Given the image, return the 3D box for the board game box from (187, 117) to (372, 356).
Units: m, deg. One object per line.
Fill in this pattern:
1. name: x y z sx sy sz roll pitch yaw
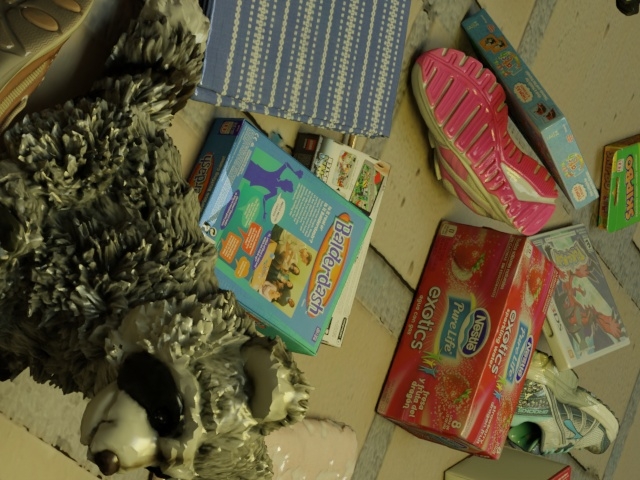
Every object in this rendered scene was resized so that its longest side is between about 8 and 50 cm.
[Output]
1. board game box: -0.053 -0.001 1.721 0.210 0.047 0.160 38 68 -40

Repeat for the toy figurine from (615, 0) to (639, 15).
1. toy figurine: 0.343 -0.399 2.095 0.213 0.209 0.148 -59 155 -27

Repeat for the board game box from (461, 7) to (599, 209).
1. board game box: 0.248 -0.156 2.056 0.039 0.211 0.160 -32 139 2

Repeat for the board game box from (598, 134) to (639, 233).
1. board game box: 0.474 -0.093 2.574 0.259 0.039 0.124 -20 117 -57

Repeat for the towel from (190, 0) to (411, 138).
1. towel: -0.017 -0.237 1.733 0.336 0.040 0.243 9 91 -54

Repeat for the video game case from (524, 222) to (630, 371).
1. video game case: 0.340 0.073 2.348 0.201 0.023 0.183 -12 80 -56

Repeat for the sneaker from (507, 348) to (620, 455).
1. sneaker: 0.313 0.245 2.398 0.122 0.110 0.283 -58 138 -8

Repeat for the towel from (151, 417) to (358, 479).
1. towel: -0.085 0.337 1.830 0.332 0.053 0.317 16 87 -59

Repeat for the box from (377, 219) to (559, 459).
1. box: 0.182 0.120 2.106 0.128 0.122 0.257 38 68 -56

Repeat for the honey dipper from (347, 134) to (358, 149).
1. honey dipper: 0.036 -0.117 1.887 0.030 0.030 0.161 4 102 -58

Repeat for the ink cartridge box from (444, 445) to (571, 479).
1. ink cartridge box: 0.242 0.380 2.286 0.128 0.127 0.176 -22 120 -53

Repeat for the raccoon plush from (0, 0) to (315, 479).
1. raccoon plush: -0.098 -0.009 1.396 0.216 0.299 0.446 101 15 -66

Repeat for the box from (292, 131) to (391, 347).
1. box: 0.000 0.000 1.833 0.114 0.036 0.207 21 83 -42

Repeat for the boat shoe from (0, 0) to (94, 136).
1. boat shoe: -0.279 -0.128 1.327 0.324 0.123 0.116 -55 176 -45

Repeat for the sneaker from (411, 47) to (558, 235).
1. sneaker: 0.169 -0.112 2.034 0.103 0.111 0.252 -42 113 -27
